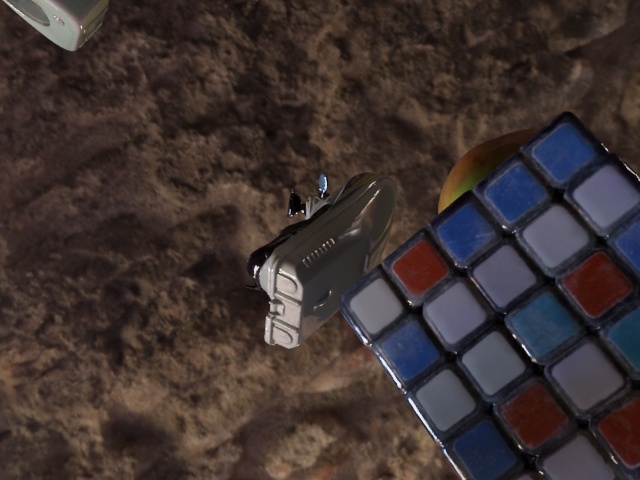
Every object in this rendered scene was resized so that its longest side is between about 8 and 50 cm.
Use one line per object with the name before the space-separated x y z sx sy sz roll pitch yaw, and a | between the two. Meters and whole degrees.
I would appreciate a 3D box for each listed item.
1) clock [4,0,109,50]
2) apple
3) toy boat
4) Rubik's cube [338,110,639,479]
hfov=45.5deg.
clock | -0.321 -0.296 0.822 0.191 0.151 0.062 42 -103 -17
apple | 0.286 -0.033 1.081 0.261 0.260 0.194 86 -166 -49
toy boat | 0.003 0.005 0.914 0.269 0.140 0.141 -57 -14 -50
Rubik's cube | 0.243 0.097 0.767 0.293 0.287 0.292 -40 -24 10
